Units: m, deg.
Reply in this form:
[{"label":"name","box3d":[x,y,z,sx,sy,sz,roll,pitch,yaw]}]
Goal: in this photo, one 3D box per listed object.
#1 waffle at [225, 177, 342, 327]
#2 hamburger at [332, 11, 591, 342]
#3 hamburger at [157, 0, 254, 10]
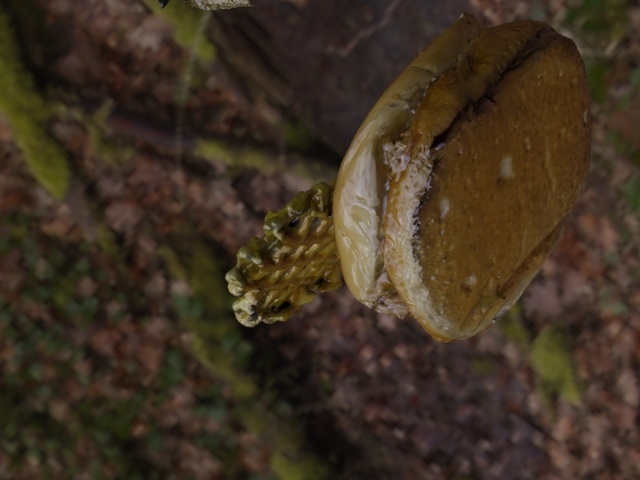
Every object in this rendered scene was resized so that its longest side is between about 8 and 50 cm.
[{"label":"waffle","box3d":[0.002,0.003,2.101,0.060,0.280,0.262,51,157,18]},{"label":"hamburger","box3d":[0.145,-0.071,1.749,0.174,0.304,0.284,22,141,26]},{"label":"hamburger","box3d":[-0.006,-0.296,1.577,0.211,0.309,0.132,-150,46,-75]}]
